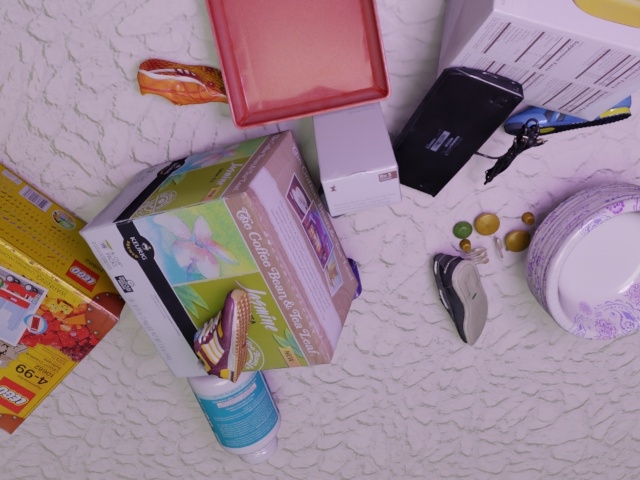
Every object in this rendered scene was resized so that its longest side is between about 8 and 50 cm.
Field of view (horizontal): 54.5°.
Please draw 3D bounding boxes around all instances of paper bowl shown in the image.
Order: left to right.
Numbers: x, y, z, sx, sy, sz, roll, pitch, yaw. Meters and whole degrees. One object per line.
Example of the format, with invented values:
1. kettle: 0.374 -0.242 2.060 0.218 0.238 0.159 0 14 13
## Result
1. paper bowl: 0.516 0.028 1.143 0.284 0.148 0.284 -5 118 -8

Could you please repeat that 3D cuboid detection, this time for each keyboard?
1. keyboard: 0.234 -0.158 1.017 0.201 0.033 0.317 20 154 -7

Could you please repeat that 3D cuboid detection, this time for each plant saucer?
1. plant saucer: -0.037 -0.327 0.980 0.258 0.048 0.259 -11 104 4

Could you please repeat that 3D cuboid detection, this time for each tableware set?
1. tableware set: 0.339 -0.014 1.201 0.154 0.024 0.104 -18 114 9

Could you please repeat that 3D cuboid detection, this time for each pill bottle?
1. pill bottle: -0.172 0.346 1.310 0.146 0.146 0.264 -14 117 6

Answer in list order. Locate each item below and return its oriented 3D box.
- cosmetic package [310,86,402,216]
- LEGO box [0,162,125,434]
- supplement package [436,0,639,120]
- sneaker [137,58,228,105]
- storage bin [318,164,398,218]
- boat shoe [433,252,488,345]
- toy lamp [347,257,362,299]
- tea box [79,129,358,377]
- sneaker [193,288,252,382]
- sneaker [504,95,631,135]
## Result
1. cosmetic package: 0.052 -0.152 0.993 0.117 0.231 0.085 -11 138 6
2. LEGO box: -0.648 0.062 1.119 0.500 0.193 0.372 39 110 -20
3. supplement package: 0.334 -0.326 0.889 0.262 0.198 0.199 12 76 -8
4. sneaker: -0.217 -0.256 1.043 0.175 0.064 0.067 13 137 -3
5. storage bin: 0.060 -0.095 1.084 0.135 0.091 0.098 -23 120 39
6. boat shoe: 0.282 0.119 1.250 0.084 0.079 0.233 -44 131 -26
7. toy lamp: 0.000 0.000 1.168 0.080 0.080 0.275 -24 116 11
8. tea box: -0.153 0.033 1.057 0.323 0.220 0.329 -12 120 25
9. sneaker: -0.156 0.145 0.954 0.083 0.070 0.186 15 126 8
10. sneaker: 0.420 -0.232 1.069 0.209 0.069 0.082 -10 86 13
